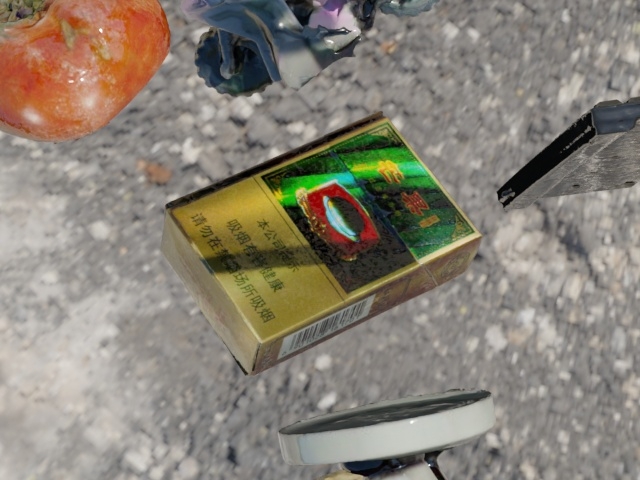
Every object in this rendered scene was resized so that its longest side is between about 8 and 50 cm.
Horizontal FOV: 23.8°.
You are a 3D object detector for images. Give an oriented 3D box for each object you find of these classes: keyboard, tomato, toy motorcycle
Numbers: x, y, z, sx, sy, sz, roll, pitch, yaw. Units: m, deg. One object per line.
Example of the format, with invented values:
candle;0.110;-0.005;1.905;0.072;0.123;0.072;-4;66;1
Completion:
keyboard;0.166;-0.049;0.871;0.101;0.310;0.018;-9;85;-2
tomato;-0.268;-0.203;1.487;0.237;0.236;0.095;-3;140;16
toy motorcycle;-0.025;-0.284;1.715;0.327;0.143;0.188;-24;122;24

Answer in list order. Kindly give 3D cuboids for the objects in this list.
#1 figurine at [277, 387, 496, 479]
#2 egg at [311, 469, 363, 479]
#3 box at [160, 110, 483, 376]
figurine;0.056;0.205;0.795;0.133;0.176;0.236;-10;90;7
egg;0.035;0.273;1.118;0.195;0.195;0.233;26;128;5
box;0.000;0.000;1.326;0.159;0.240;0.071;51;151;25
